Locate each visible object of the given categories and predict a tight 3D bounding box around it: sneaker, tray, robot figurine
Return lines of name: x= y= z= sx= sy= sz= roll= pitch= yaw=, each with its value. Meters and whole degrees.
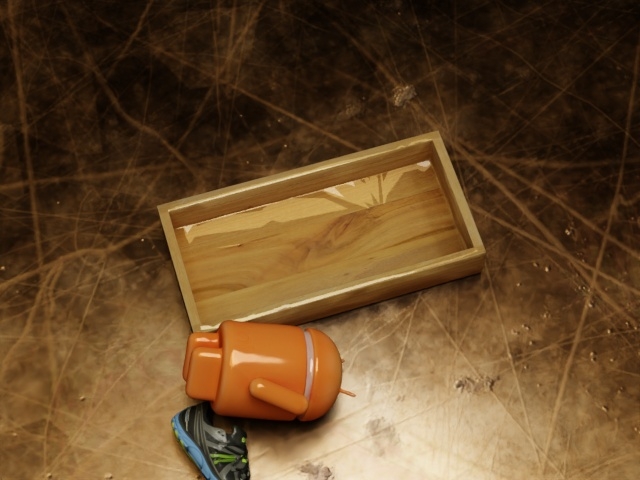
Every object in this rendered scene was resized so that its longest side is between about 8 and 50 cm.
sneaker: x=-0.119 y=0.283 z=1.961 sx=0.078 sy=0.067 sz=0.188 roll=-37 pitch=66 yaw=-9
tray: x=0.000 y=0.000 z=2.097 sx=0.411 sy=0.076 sz=0.203 roll=-15 pitch=64 yaw=-8
robot figurine: x=-0.066 y=0.172 z=1.970 sx=0.219 sy=0.158 sz=0.128 roll=6 pitch=73 yaw=-14
